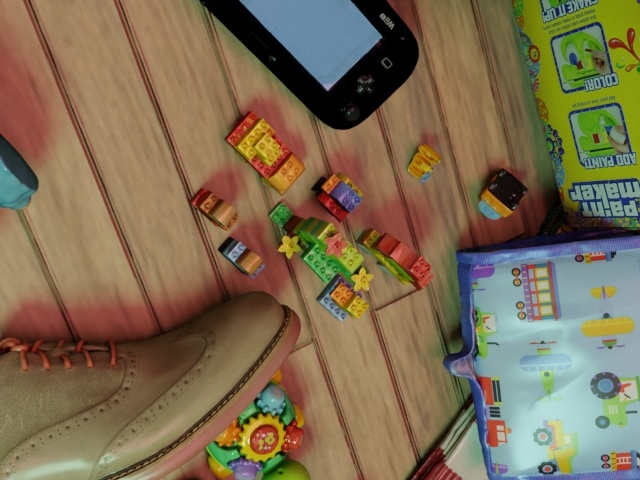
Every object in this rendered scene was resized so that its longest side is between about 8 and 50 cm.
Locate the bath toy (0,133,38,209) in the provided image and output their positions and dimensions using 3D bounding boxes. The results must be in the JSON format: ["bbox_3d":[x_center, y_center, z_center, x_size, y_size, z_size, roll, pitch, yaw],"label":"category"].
[{"bbox_3d":[-0.339,0.044,0.486,0.151,0.129,0.348,35,81,9],"label":"bath toy"}]

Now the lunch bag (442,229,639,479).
[{"bbox_3d":[0.262,0.103,0.733,0.293,0.138,0.221,-8,94,-2],"label":"lunch bag"}]

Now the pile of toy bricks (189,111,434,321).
[{"bbox_3d":[0.000,0.000,0.646,0.212,0.105,0.118,44,80,-24],"label":"pile of toy bricks"}]

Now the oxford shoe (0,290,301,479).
[{"bbox_3d":[-0.175,0.117,0.579,0.348,0.123,0.130,-31,105,-18],"label":"oxford shoe"}]

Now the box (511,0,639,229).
[{"bbox_3d":[0.359,-0.183,0.723,0.290,0.177,0.279,-18,97,-21],"label":"box"}]

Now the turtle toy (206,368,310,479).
[{"bbox_3d":[-0.051,0.170,0.672,0.095,0.066,0.130,-32,110,-17],"label":"turtle toy"}]

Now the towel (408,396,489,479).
[{"bbox_3d":[0.218,0.244,0.828,0.237,0.037,0.329,42,81,-25],"label":"towel"}]

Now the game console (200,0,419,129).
[{"bbox_3d":[-0.049,-0.230,0.575,0.213,0.044,0.361,-38,125,17],"label":"game console"}]

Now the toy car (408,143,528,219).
[{"bbox_3d":[0.137,-0.058,0.749,0.122,0.060,0.040,29,130,-10],"label":"toy car"}]

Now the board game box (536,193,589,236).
[{"bbox_3d":[0.347,0.015,0.852,0.259,0.030,0.136,31,83,-26],"label":"board game box"}]
